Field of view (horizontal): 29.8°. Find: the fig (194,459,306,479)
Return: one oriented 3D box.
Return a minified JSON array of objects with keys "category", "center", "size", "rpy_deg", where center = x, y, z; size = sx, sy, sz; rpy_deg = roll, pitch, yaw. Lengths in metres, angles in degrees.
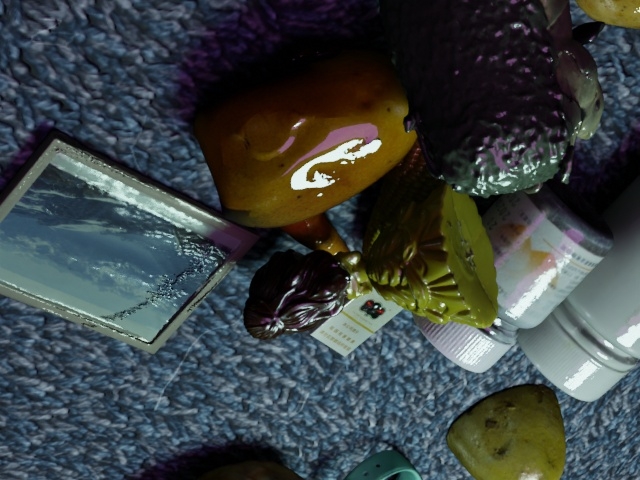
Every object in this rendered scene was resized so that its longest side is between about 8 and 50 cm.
[{"category":"fig","center":[-0.112,0.529,1.861],"size":[0.286,0.369,0.286],"rpy_deg":[-7,125,-10]}]

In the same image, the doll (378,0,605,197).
[{"category":"doll","center":[0.193,-0.218,1.334],"size":[0.247,0.350,0.247],"rpy_deg":[-5,163,-1]}]

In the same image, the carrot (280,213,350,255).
[{"category":"carrot","center":[0.000,0.000,1.644],"size":[0.061,0.061,0.257],"rpy_deg":[-33,136,8]}]

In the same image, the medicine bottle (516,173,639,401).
[{"category":"medicine bottle","center":[0.459,0.064,1.772],"size":[0.208,0.208,0.340],"rpy_deg":[23,119,-35]}]

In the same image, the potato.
[{"category":"potato","center":[0.338,0.361,2.030],"size":[0.203,0.158,0.178],"rpy_deg":[-14,135,-14]}]

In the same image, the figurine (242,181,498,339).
[{"category":"figurine","center":[0.051,0.045,1.566],"size":[0.315,0.168,0.187],"rpy_deg":[-12,139,26]}]

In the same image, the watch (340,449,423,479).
[{"category":"watch","center":[0.081,0.463,2.034],"size":[0.195,0.068,0.237],"rpy_deg":[9,118,-48]}]

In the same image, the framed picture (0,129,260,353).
[{"category":"framed picture","center":[-0.278,0.015,1.571],"size":[0.335,0.022,0.247],"rpy_deg":[28,116,-38]}]

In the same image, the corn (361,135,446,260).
[{"category":"corn","center":[0.126,-0.061,1.611],"size":[0.106,0.106,0.293],"rpy_deg":[-1,134,-20]}]

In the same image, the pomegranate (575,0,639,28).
[{"category":"pomegranate","center":[0.394,-0.338,1.416],"size":[0.196,0.196,0.196],"rpy_deg":[-11,133,-12]}]

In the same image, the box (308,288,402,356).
[{"category":"box","center":[0.069,0.099,1.777],"size":[0.167,0.024,0.090],"rpy_deg":[-41,134,14]}]

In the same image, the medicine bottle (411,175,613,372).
[{"category":"medicine bottle","center":[0.269,0.044,1.704],"size":[0.165,0.165,0.273],"rpy_deg":[25,113,-36]}]

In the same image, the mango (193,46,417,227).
[{"category":"mango","center":[-0.006,-0.128,1.463],"size":[0.287,0.153,0.201],"rpy_deg":[-28,144,7]}]
